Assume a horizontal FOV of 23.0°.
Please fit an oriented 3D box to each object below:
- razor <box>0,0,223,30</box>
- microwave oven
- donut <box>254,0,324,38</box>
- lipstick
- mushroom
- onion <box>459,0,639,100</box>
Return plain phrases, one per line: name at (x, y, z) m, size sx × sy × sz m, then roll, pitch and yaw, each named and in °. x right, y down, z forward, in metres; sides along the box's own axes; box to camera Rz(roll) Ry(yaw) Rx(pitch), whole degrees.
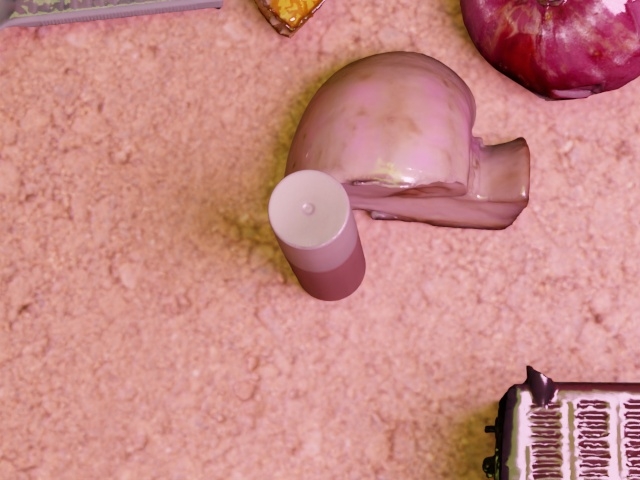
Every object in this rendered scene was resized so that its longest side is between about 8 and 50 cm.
razor at (-0.236, -0.233, 1.570) m, size 0.278 × 0.056 × 0.111 m, roll -9°, pitch 77°, yaw 3°
microwave oven at (0.231, 0.207, 1.349) m, size 0.188 × 0.247 × 0.178 m, roll 2°, pitch 81°, yaw 6°
donut at (-0.055, -0.304, 1.556) m, size 0.141 × 0.085 × 0.217 m, roll -38°, pitch 79°, yaw -4°
lipstick at (0.000, 0.000, 1.401) m, size 0.070 × 0.254 × 0.070 m, roll -1°, pitch 78°, yaw 4°
mushroom at (0.081, -0.111, 1.466) m, size 0.236 × 0.162 × 0.173 m, roll 4°, pitch 80°, yaw 4°
onion at (0.229, -0.224, 1.476) m, size 0.207 × 0.200 × 0.200 m, roll 23°, pitch 81°, yaw -4°
